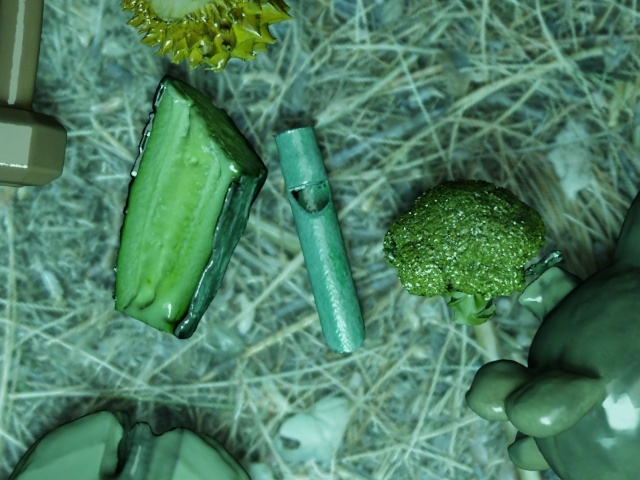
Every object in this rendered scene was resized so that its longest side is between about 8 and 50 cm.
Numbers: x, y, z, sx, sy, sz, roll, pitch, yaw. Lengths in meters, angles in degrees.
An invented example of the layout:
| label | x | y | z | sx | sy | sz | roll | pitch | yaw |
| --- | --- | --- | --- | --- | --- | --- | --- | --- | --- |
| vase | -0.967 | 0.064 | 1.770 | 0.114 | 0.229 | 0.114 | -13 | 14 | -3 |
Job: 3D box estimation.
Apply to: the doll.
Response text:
| label | x | y | z | sx | sy | sz | roll | pitch | yaw |
| --- | --- | --- | --- | --- | --- | --- | --- | --- | --- |
| doll | 0.345 | 0.141 | 1.118 | 0.378 | 0.252 | 0.382 | -46 | 102 | -5 |

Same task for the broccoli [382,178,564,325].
| label | x | y | z | sx | sy | sz | roll | pitch | yaw |
| --- | --- | --- | --- | --- | --- | --- | --- | --- | --- |
| broccoli | 0.117 | 0.009 | 1.146 | 0.131 | 0.130 | 0.120 | -16 | 119 | -16 |

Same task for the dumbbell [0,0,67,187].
| label | x | y | z | sx | sy | sz | roll | pitch | yaw |
| --- | --- | --- | --- | --- | --- | --- | --- | --- | --- |
| dumbbell | -0.235 | -0.157 | 1.112 | 0.082 | 0.092 | 0.231 | 7 | 88 | -36 |

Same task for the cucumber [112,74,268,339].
| label | x | y | z | sx | sy | sz | roll | pitch | yaw |
| --- | --- | --- | --- | --- | --- | --- | --- | --- | --- |
| cucumber | -0.097 | -0.021 | 1.134 | 0.115 | 0.085 | 0.193 | 19 | 88 | 36 |

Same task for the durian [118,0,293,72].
| label | x | y | z | sx | sy | sz | roll | pitch | yaw |
| --- | --- | --- | --- | --- | --- | --- | --- | --- | --- |
| durian | -0.082 | -0.245 | 1.112 | 0.183 | 0.138 | 0.250 | 14 | 72 | 27 |

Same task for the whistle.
| label | x | y | z | sx | sy | sz | roll | pitch | yaw |
| --- | --- | --- | --- | --- | --- | --- | --- | --- | --- |
| whistle | 0.000 | 0.000 | 1.168 | 0.039 | 0.039 | 0.186 | -14 | 92 | -8 |

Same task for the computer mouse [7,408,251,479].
| label | x | y | z | sx | sy | sz | roll | pitch | yaw |
| --- | --- | --- | --- | --- | --- | --- | --- | --- | --- |
| computer mouse | -0.181 | 0.346 | 1.093 | 0.228 | 0.145 | 0.429 | 15 | 76 | -1 |
